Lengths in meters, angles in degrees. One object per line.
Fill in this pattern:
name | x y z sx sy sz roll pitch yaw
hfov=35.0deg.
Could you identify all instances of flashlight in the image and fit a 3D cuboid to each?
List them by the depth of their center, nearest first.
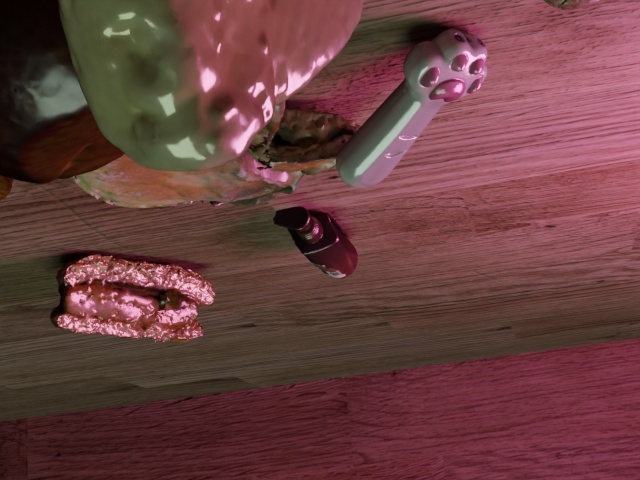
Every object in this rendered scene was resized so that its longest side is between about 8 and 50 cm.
flashlight | 0.084 -0.120 0.981 0.093 0.047 0.200 1 142 -43

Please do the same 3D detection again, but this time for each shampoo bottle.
shampoo bottle | -0.002 -0.001 1.442 0.068 0.067 0.236 -19 161 9

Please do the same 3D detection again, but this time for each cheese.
cheese | -0.049 -0.160 0.572 0.093 0.263 0.159 8 125 25

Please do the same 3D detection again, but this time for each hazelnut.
hazelnut | -0.178 -0.156 0.661 0.218 0.218 0.234 -1 165 -14

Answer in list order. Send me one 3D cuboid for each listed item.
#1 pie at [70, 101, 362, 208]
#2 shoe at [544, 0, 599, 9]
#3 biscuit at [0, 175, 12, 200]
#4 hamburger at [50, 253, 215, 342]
pie | -0.121 -0.101 1.049 0.338 0.075 0.337 -5 165 -1
shoe | 0.138 -0.233 0.667 0.180 0.092 0.089 23 137 -32
biscuit | -0.442 -0.070 1.130 0.188 0.027 0.188 -4 164 -1
hamburger | -0.298 0.089 1.580 0.262 0.124 0.131 12 175 -34
